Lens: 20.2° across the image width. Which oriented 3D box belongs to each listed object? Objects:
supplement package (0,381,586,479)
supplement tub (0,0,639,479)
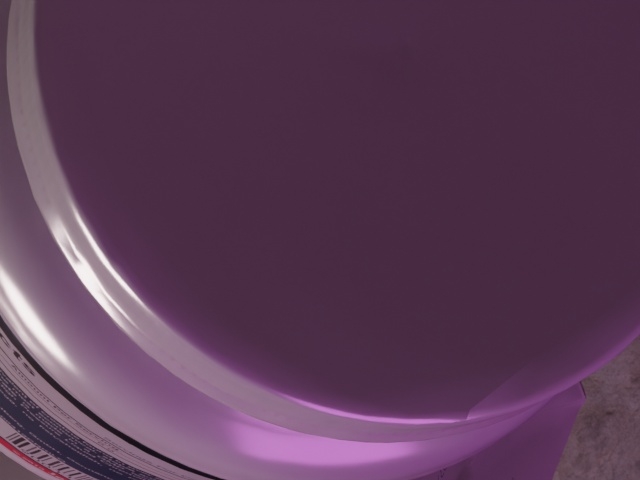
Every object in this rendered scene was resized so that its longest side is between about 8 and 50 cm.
[{"bbox_3d":[-0.026,0.086,0.764,0.203,0.149,0.194,3,-134,32],"label":"supplement package"},{"bbox_3d":[-0.021,-0.020,0.524,0.191,0.191,0.272,-11,174,-19],"label":"supplement tub"}]
